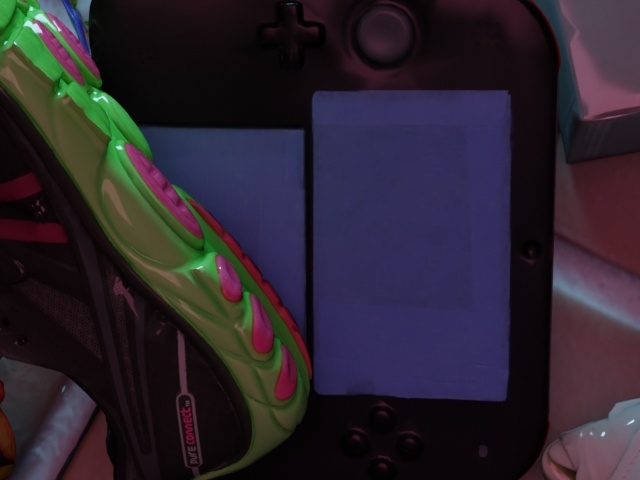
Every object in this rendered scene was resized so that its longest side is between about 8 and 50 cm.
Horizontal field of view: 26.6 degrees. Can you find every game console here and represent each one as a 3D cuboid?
[{"bbox_3d":[0.000,0.000,1.003,0.342,0.060,0.386,1,101,5],"label":"game console"}]

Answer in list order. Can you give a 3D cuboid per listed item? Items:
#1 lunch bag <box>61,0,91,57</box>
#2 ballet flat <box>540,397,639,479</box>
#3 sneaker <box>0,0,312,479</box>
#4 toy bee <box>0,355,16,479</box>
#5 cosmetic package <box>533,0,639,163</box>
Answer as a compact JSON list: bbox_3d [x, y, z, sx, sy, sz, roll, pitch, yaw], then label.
[{"bbox_3d":[-0.115,-0.177,1.086,0.151,0.129,0.096,-25,77,-1],"label":"lunch bag"},{"bbox_3d":[0.183,0.218,0.962,0.139,0.139,0.400,36,77,12],"label":"ballet flat"},{"bbox_3d":[-0.210,-0.022,0.919,0.202,0.185,0.483,-38,91,7],"label":"sneaker"},{"bbox_3d":[-0.284,0.142,1.017,0.298,0.162,0.195,21,36,1],"label":"toy bee"},{"bbox_3d":[0.221,-0.192,1.061,0.107,0.127,0.238,-8,75,3],"label":"cosmetic package"}]
